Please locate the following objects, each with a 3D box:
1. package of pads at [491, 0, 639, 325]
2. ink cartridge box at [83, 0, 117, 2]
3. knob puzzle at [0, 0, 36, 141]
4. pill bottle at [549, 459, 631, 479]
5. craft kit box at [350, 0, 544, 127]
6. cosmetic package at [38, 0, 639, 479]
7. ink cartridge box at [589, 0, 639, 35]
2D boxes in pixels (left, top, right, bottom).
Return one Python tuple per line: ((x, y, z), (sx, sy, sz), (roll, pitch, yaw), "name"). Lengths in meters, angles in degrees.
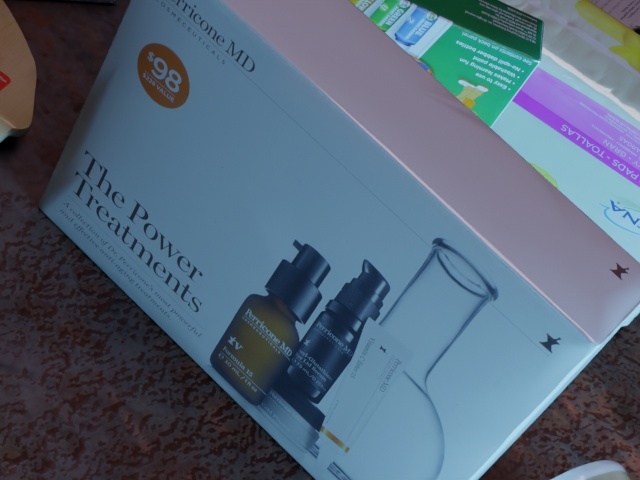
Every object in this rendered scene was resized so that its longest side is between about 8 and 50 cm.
((0.193, -0.081, 1.338), (0.296, 0.229, 0.101), (35, 53, 4), "package of pads")
((-0.323, -0.286, 1.333), (0.311, 0.065, 0.185), (-3, 54, -31), "ink cartridge box")
((-0.302, -0.133, 1.231), (0.213, 0.030, 0.213), (16, 46, -17), "knob puzzle")
((0.208, 0.259, 1.132), (0.112, 0.112, 0.186), (-9, 58, -36), "pill bottle")
((0.002, -0.119, 1.245), (0.250, 0.246, 0.061), (22, 48, -12), "craft kit box")
((0.000, 0.000, 1.111), (0.377, 0.284, 0.097), (43, 44, 10), "cosmetic package")
((0.261, -0.230, 1.491), (0.330, 0.071, 0.324), (8, 32, 32), "ink cartridge box")
